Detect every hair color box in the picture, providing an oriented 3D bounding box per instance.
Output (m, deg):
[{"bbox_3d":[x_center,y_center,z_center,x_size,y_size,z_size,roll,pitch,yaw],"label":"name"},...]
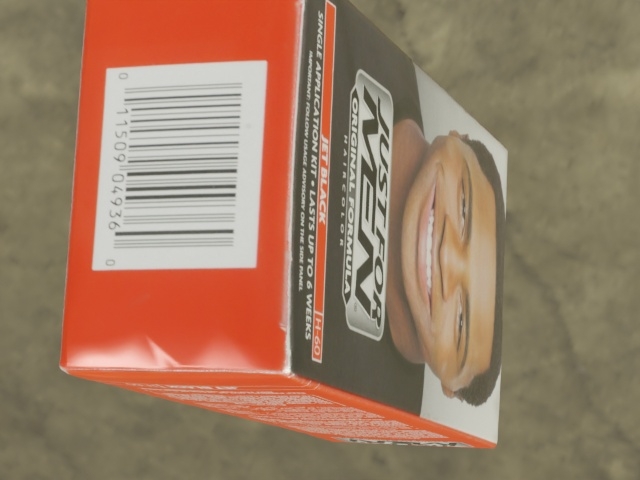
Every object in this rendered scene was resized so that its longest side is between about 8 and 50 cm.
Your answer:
[{"bbox_3d":[0.000,0.000,0.383,0.043,0.072,0.141,0,171,18],"label":"hair color box"}]
